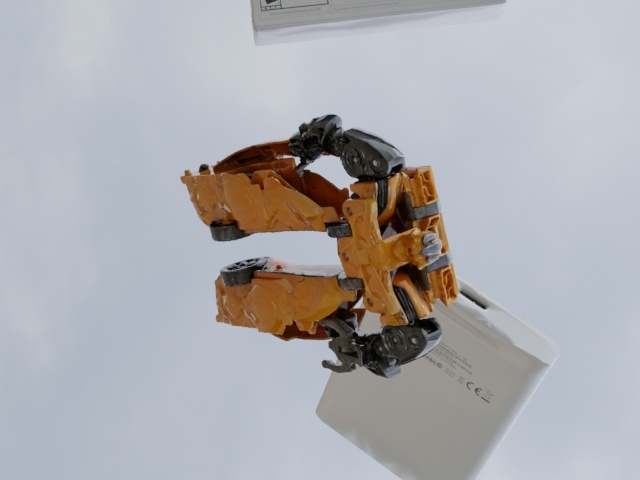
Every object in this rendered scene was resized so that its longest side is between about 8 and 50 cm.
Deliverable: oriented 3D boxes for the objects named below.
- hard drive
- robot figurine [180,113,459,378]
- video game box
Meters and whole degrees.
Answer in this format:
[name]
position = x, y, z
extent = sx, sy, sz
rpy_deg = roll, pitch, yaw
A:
[hard drive]
position = 0.117, 0.157, 1.373
extent = 0.203, 0.040, 0.307
rpy_deg = 35, -40, 13
[robot figurine]
position = 0.000, 0.000, 1.023
extent = 0.291, 0.085, 0.211
rpy_deg = 1, -72, 50
[video game box]
position = 0.035, -0.261, 1.022
extent = 0.048, 0.205, 0.187
rpy_deg = 100, -17, -80
